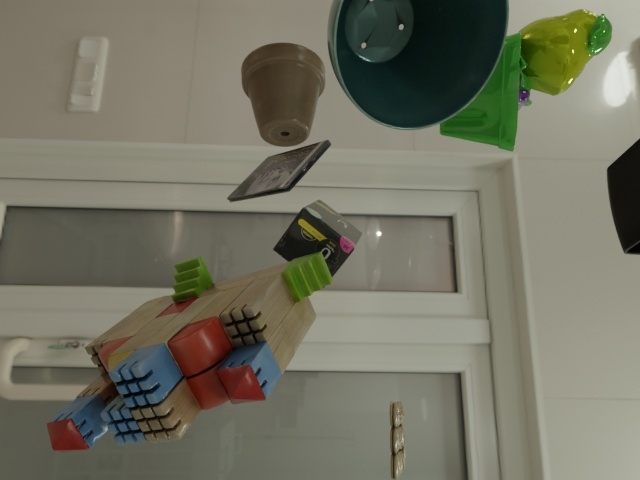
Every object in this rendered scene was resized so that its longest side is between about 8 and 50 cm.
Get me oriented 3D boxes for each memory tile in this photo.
[{"bbox_3d":[0.126,0.320,0.758,0.148,0.012,0.113,52,37,-67],"label":"memory tile"}]

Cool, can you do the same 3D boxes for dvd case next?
[{"bbox_3d":[-0.096,-0.152,1.036,0.165,0.221,0.018,-52,121,-31],"label":"dvd case"}]

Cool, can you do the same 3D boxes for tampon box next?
[{"bbox_3d":[0.000,0.000,0.913,0.101,0.120,0.161,-53,179,14],"label":"tampon box"}]

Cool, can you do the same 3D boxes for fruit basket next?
[{"bbox_3d":[0.474,-0.381,1.112,0.392,0.391,0.283,-93,179,-69],"label":"fruit basket"}]

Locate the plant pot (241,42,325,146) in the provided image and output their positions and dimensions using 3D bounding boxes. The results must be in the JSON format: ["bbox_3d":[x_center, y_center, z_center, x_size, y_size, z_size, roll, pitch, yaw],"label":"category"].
[{"bbox_3d":[-0.113,-0.417,1.414,0.263,0.262,0.230,97,-8,-71],"label":"plant pot"}]

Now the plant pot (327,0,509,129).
[{"bbox_3d":[0.134,-0.358,0.793,0.195,0.290,0.290,-118,-154,-56],"label":"plant pot"}]

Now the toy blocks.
[{"bbox_3d":[-0.185,0.154,0.626,0.191,0.381,0.261,68,23,-14],"label":"toy blocks"}]

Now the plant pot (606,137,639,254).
[{"bbox_3d":[0.601,-0.093,0.772,0.188,0.187,0.167,116,-29,-52],"label":"plant pot"}]
